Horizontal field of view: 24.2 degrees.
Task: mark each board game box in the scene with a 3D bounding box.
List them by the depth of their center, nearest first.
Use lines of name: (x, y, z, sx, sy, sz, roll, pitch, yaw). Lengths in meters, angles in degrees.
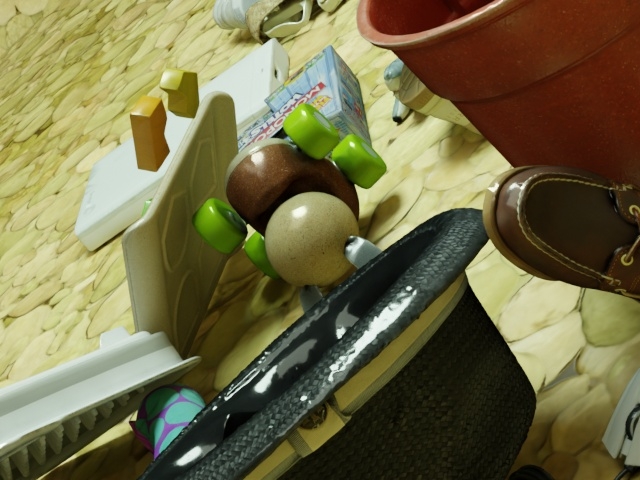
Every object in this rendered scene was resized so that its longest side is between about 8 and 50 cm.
board game box: (-0.023, -0.113, 1.625, 0.194, 0.060, 0.194, -40, 23, 1)

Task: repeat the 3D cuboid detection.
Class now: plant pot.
plant pot: (0.212, -0.133, 1.046, 0.272, 0.265, 0.272, -33, 25, 18)

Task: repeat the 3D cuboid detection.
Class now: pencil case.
pencil case: (-0.117, 0.178, 1.250, 0.070, 0.064, 0.151, -25, 22, -5)

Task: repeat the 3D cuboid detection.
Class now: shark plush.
shark plush: (0.109, -0.196, 1.559, 0.073, 0.067, 0.161, -16, 33, 44)

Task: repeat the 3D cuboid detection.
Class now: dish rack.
dish rack: (-0.282, 0.175, 1.282, 0.285, 0.072, 0.333, -37, -9, 28)

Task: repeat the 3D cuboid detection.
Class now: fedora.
fedora: (0.023, 0.133, 0.970, 0.334, 0.152, 0.334, -41, 4, 4)

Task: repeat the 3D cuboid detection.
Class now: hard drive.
hard drive: (-0.174, -0.125, 1.900, 0.307, 0.040, 0.203, -33, 25, 17)

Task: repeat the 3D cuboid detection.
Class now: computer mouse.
computer mouse: (0.204, 0.105, 0.919, 0.193, 0.042, 0.106, -46, 23, -12)

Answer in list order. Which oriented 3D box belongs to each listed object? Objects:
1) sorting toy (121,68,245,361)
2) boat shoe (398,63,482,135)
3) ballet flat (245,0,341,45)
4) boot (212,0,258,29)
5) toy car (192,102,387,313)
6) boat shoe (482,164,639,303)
sorting toy: (-0.135, -0.038, 1.407, 0.041, 0.307, 0.229, 10, 42, 14)
boat shoe: (0.148, -0.208, 1.490, 0.109, 0.098, 0.302, -52, 16, 35)
ballet flat: (-0.011, -0.320, 1.985, 0.206, 0.073, 0.067, -31, 52, 28)
boot: (-0.054, -0.400, 2.132, 0.258, 0.095, 0.123, -46, 23, -18)
toy car: (0.000, 0.000, 1.355, 0.155, 0.149, 0.188, -45, 49, 15)
boat shoe: (0.194, 0.000, 0.928, 0.073, 0.207, 0.073, 2, 79, 53)
